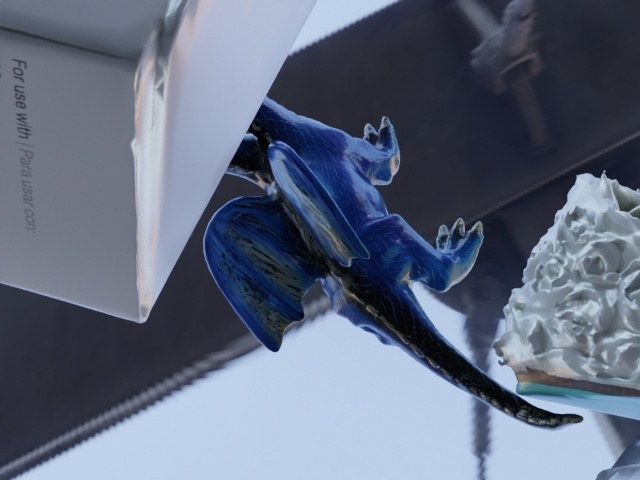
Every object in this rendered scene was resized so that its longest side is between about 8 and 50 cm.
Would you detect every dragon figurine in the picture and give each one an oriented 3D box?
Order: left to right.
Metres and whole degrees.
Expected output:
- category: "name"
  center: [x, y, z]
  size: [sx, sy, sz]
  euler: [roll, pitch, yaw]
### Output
- category: "dragon figurine"
  center: [0.000, 0.000, 0.979]
  size: [0.085, 0.144, 0.289]
  euler: [-48, -122, 29]

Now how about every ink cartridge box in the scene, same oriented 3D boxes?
- category: "ink cartridge box"
  center: [-0.152, -0.115, 0.657]
  size: [0.289, 0.121, 0.211]
  euler: [16, -132, 10]

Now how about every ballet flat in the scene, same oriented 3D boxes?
- category: "ballet flat"
  center: [0.248, 0.043, 0.846]
  size: [0.147, 0.409, 0.147]
  euler: [-16, -68, -45]

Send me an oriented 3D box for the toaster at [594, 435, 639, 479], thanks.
- category: "toaster"
  center: [0.095, 0.113, 0.293]
  size: [0.129, 0.227, 0.146]
  euler: [30, -102, -10]
